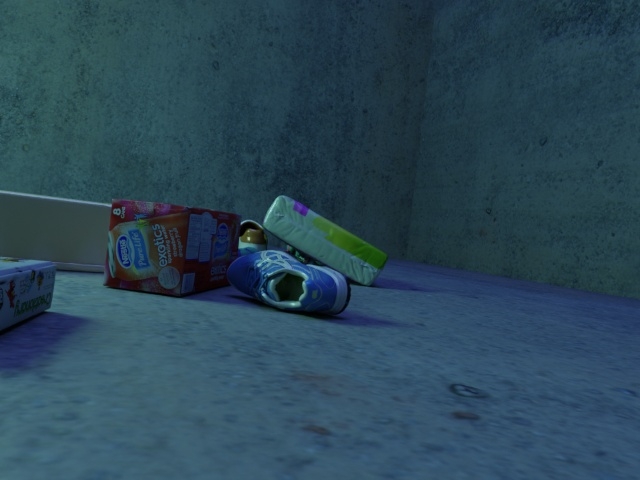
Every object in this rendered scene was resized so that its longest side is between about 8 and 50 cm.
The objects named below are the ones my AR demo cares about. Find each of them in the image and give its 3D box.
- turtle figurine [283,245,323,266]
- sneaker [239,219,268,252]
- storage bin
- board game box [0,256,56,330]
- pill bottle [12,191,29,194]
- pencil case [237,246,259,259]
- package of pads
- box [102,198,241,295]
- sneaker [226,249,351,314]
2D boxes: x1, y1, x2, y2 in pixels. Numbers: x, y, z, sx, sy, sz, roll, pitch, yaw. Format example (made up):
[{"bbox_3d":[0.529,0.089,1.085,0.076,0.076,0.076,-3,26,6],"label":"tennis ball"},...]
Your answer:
[{"bbox_3d":[-0.017,0.030,1.616,0.234,0.118,0.175,23,22,21],"label":"turtle figurine"},{"bbox_3d":[-0.181,0.010,1.490,0.105,0.123,0.290,4,0,-15],"label":"sneaker"},{"bbox_3d":[-0.515,-0.023,1.014,0.262,0.123,0.260,6,0,-31],"label":"storage bin"},{"bbox_3d":[-0.402,0.031,0.454,0.305,0.053,0.193,6,0,-9],"label":"board game box"},{"bbox_3d":[-0.718,-0.052,1.335,0.122,0.123,0.219,6,1,-14],"label":"pill bottle"},{"bbox_3d":[-0.186,0.042,1.120,0.070,0.065,0.151,26,11,32],"label":"pencil case"},{"bbox_3d":[0.000,0.000,1.392,0.296,0.101,0.229,30,-2,-6],"label":"package of pads"},{"bbox_3d":[-0.222,0.009,0.902,0.122,0.128,0.257,7,1,9],"label":"box"},{"bbox_3d":[-0.061,0.053,0.794,0.211,0.080,0.081,6,-3,38],"label":"sneaker"}]
